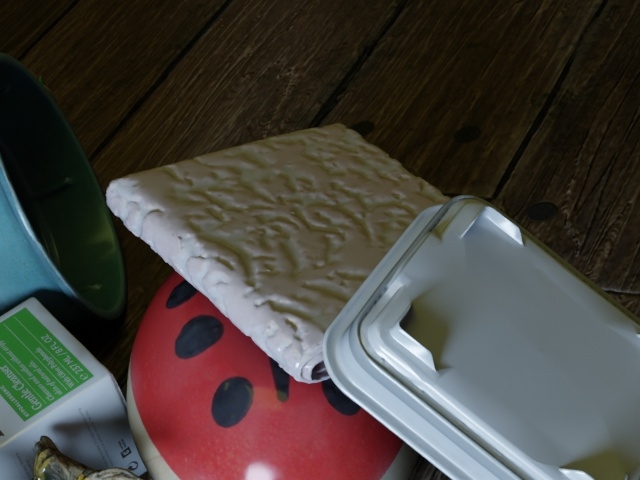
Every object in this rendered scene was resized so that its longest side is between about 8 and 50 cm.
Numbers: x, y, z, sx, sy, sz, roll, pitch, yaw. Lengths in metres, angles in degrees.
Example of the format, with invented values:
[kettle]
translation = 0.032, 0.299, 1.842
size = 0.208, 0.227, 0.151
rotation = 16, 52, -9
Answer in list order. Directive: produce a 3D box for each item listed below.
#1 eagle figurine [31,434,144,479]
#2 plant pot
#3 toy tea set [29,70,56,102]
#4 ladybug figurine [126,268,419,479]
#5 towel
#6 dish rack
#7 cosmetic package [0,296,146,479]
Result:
[eagle figurine]
translation = -0.319, 0.307, 1.444
size = 0.225, 0.226, 0.298
rotation = 39, 66, 10
[plant pot]
translation = -0.457, -0.002, 1.875
size = 0.334, 0.341, 0.341
rotation = -22, 35, 8
[toy tea set]
translation = -0.437, -0.153, 2.051
size = 0.200, 0.336, 0.124
rotation = -15, 49, -13
[ladybug figurine]
translation = -0.046, 0.123, 1.596
size = 0.305, 0.162, 0.449
rotation = -5, 35, -8
[towel]
translation = 0.000, 0.000, 1.587
size = 0.317, 0.053, 0.332
rotation = -18, 41, -36
[dish rack]
translation = 0.192, 0.112, 1.442
size = 0.333, 0.072, 0.285
rotation = 38, 49, 3
[cosmetic package]
translation = -0.387, 0.246, 1.640
size = 0.365, 0.155, 0.197
rotation = -33, 41, -21
